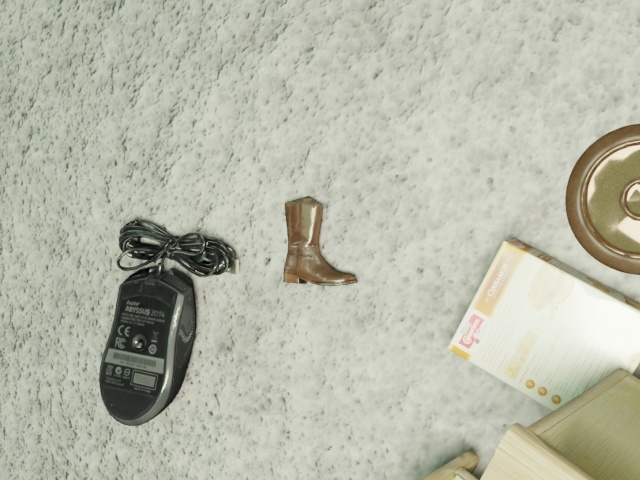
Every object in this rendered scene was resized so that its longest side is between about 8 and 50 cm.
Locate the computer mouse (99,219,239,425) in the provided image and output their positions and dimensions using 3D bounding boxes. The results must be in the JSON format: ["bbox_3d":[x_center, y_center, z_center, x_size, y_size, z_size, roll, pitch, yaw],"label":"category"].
[{"bbox_3d":[-0.217,0.119,1.126,0.188,0.072,0.272,12,84,24],"label":"computer mouse"}]

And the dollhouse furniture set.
[{"bbox_3d":[0.220,0.348,0.769,0.362,0.256,0.394,35,114,31],"label":"dollhouse furniture set"}]

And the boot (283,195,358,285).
[{"bbox_3d":[0.000,0.000,1.046,0.106,0.037,0.114,3,88,21],"label":"boot"}]

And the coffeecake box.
[{"bbox_3d":[0.260,0.103,0.918,0.185,0.068,0.142,30,105,19],"label":"coffeecake box"}]

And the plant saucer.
[{"bbox_3d":[0.354,-0.045,0.897,0.168,0.029,0.168,0,91,22],"label":"plant saucer"}]
